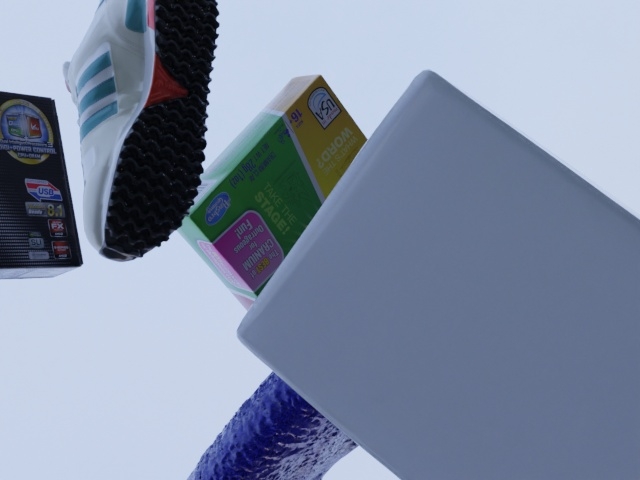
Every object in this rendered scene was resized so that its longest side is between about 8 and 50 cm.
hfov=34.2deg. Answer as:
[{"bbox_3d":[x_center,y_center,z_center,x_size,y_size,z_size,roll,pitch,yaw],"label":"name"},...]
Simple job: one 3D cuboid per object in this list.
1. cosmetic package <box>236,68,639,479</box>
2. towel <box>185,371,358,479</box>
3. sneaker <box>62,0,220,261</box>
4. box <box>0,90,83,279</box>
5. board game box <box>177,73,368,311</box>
[{"bbox_3d":[0.204,0.119,0.527,0.161,0.453,0.230,-54,-14,10],"label":"cosmetic package"},{"bbox_3d":[-0.023,0.168,0.828,0.308,0.076,0.228,-53,-14,27],"label":"towel"},{"bbox_3d":[-0.103,-0.066,0.547,0.057,0.075,0.161,22,-108,-49],"label":"sneaker"},{"bbox_3d":[-0.404,-0.065,1.166,0.270,0.060,0.216,1,-106,-53],"label":"box"},{"bbox_3d":[0.000,0.000,1.245,0.242,0.064,0.316,-50,-62,-22],"label":"board game box"}]
